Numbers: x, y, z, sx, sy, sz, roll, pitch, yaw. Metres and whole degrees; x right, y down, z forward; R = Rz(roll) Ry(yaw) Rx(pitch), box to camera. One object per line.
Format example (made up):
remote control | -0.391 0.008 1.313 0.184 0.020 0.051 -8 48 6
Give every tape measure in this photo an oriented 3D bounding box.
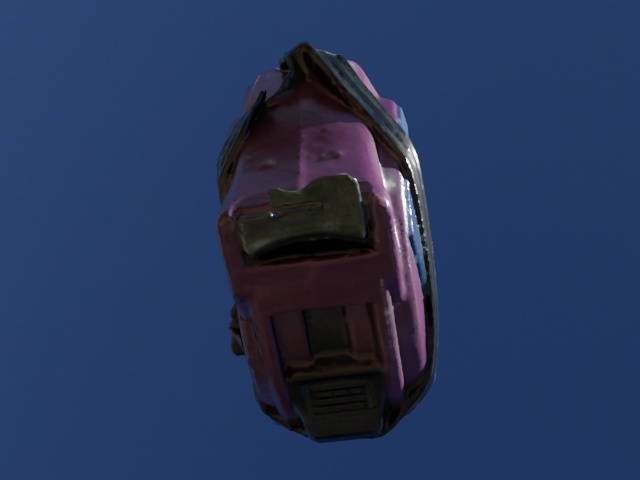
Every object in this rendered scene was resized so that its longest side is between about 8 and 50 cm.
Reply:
tape measure | 0.000 0.000 0.886 0.149 0.245 0.231 -8 -148 4
